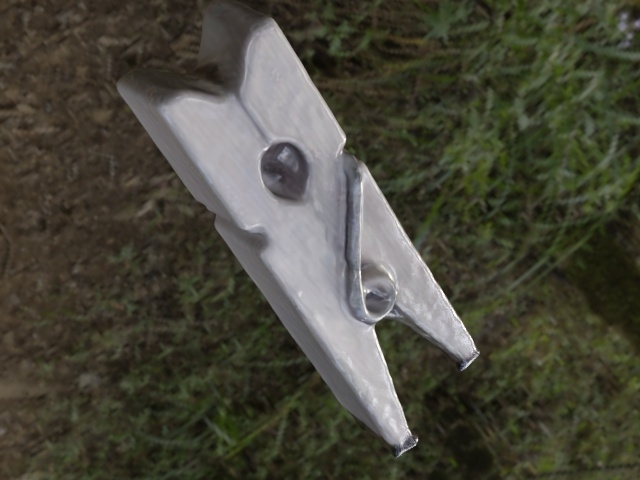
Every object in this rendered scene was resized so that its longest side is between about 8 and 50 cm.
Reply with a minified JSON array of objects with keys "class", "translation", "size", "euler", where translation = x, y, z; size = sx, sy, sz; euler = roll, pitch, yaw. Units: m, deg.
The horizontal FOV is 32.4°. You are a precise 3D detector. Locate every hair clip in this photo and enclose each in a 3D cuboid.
[{"class":"hair clip","translation":[0.002,0.002,0.693],"size":[0.101,0.085,0.330],"euler":[-40,131,-9]}]
